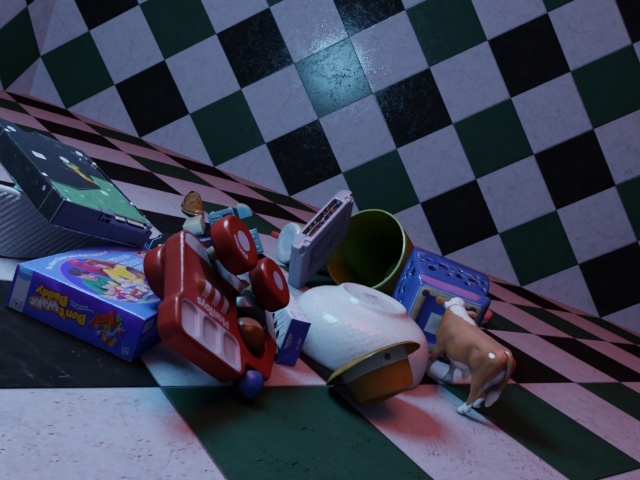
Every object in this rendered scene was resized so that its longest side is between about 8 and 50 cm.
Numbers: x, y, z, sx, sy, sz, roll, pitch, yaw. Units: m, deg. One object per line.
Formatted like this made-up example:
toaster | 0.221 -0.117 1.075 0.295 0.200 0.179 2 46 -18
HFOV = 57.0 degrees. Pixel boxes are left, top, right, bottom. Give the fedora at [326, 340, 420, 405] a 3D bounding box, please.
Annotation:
fedora | 0.109 0.254 1.092 0.194 0.194 0.079 7 53 -54

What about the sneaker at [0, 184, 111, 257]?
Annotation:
sneaker | -0.604 -0.042 1.212 0.150 0.135 0.366 28 1 40

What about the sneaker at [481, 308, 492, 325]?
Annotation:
sneaker | 0.489 0.204 2.084 0.314 0.136 0.116 18 11 -16

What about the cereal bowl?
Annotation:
cereal bowl | 0.095 0.192 1.342 0.339 0.141 0.339 20 11 -4

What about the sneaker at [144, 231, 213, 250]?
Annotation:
sneaker | -0.361 0.014 1.519 0.091 0.081 0.232 32 14 18

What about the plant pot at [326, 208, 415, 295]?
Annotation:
plant pot | 0.210 0.083 1.926 0.275 0.274 0.293 30 -4 40

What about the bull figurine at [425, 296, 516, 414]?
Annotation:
bull figurine | 0.321 0.252 1.333 0.101 0.188 0.310 19 10 -18

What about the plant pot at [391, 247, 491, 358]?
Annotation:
plant pot | 0.318 0.186 1.592 0.236 0.235 0.212 21 17 1

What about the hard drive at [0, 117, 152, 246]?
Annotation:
hard drive | -0.526 -0.120 1.227 0.339 0.064 0.237 39 9 29

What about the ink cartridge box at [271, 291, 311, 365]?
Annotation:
ink cartridge box | -0.083 0.167 1.224 0.046 0.097 0.207 17 10 -22

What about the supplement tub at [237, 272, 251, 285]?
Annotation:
supplement tub | -0.176 0.099 1.369 0.071 0.107 0.071 21 11 -4

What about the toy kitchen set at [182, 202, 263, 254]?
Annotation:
toy kitchen set | -0.298 -0.009 1.834 0.207 0.165 0.122 -17 14 -3

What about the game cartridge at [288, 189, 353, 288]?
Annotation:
game cartridge | 0.000 0.000 1.739 0.060 0.196 0.294 25 47 21

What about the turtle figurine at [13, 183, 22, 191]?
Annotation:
turtle figurine | -0.648 -0.104 1.462 0.234 0.118 0.175 10 -11 35

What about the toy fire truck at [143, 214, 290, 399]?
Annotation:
toy fire truck | -0.163 0.126 0.980 0.302 0.170 0.253 54 19 -44

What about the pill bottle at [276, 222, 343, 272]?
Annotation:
pill bottle | -0.011 0.032 1.974 0.246 0.136 0.136 15 12 -33

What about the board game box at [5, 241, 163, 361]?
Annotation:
board game box | -0.362 0.093 1.102 0.234 0.078 0.347 23 10 7

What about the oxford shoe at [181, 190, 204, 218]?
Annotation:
oxford shoe | -0.458 -0.134 2.128 0.076 0.076 0.212 18 12 -28

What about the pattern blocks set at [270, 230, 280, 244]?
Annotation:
pattern blocks set | -0.015 0.045 2.220 0.325 0.026 0.285 18 11 -20
